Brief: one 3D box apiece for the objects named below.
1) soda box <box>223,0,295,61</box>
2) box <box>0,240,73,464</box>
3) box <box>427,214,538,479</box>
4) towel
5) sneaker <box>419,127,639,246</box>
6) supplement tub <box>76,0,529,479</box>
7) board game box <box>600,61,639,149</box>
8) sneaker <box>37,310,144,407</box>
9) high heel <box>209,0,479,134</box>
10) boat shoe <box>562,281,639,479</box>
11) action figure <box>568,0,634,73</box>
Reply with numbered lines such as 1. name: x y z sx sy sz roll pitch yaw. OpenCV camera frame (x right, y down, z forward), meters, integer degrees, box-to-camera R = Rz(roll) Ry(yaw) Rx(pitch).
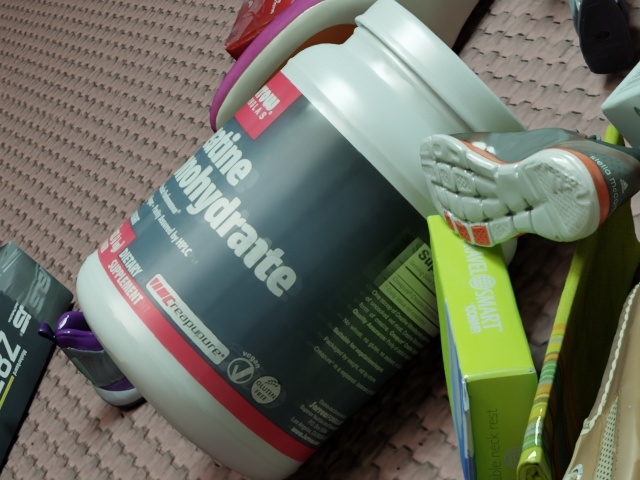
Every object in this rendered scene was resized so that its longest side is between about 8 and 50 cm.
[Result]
1. soda box: -0.003 -0.241 1.510 0.083 0.092 0.263 -26 31 33
2. box: -0.429 0.201 1.493 0.395 0.097 0.318 -27 32 34
3. box: 0.089 0.074 0.874 0.042 0.109 0.178 -8 32 2
4. towel: 0.140 0.055 0.848 0.021 0.102 0.237 5 47 19
5. sneaker: 0.114 -0.032 0.862 0.065 0.061 0.158 -23 20 -26
6. supplement tub: 0.000 0.000 1.025 0.272 0.191 0.191 -44 25 3
7. board game box: 0.308 -0.135 0.770 0.224 0.097 0.303 -48 12 -28
8. sneaker: -0.112 0.031 1.258 0.224 0.098 0.083 -42 25 7
9. high heel: 0.053 -0.212 1.339 0.377 0.127 0.181 -32 34 -5
10. boat shoe: 0.139 0.133 0.702 0.116 0.123 0.324 -29 28 35
11. action figure: 0.202 -0.252 1.166 0.185 0.099 0.285 -21 44 10
